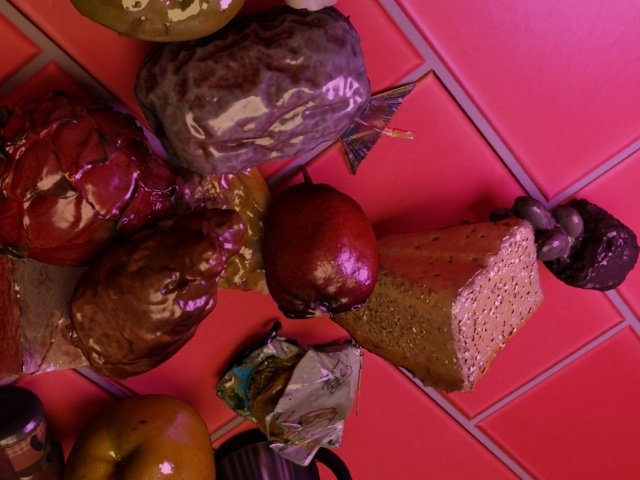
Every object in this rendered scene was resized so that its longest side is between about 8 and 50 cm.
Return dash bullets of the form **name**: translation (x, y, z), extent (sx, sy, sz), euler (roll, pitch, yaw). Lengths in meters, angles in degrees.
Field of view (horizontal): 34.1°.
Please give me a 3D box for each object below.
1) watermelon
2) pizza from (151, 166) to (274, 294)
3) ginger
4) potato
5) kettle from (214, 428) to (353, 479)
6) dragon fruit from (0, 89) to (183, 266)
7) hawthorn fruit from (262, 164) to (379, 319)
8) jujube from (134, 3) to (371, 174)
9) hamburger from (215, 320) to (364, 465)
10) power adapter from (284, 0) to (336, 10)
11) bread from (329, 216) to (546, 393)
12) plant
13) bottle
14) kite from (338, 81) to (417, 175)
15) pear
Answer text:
- **watermelon**: translation (-0.449, 0.115, 1.592), extent (0.193, 0.232, 0.310), euler (-1, 121, -59)
- **pizza**: translation (-0.172, -0.009, 1.655), extent (0.223, 0.089, 0.323), euler (-18, 131, -7)
- **ginger**: translation (-0.219, 0.074, 1.464), extent (0.274, 0.152, 0.357), euler (-31, 172, -19)
- **potato**: translation (-0.216, -0.341, 1.307), extent (0.253, 0.148, 0.186), euler (22, 87, -8)
- **kettle**: translation (-0.073, 0.525, 2.000), extent (0.251, 0.271, 0.207), euler (2, 128, -18)
- **dragon fruit**: translation (-0.339, -0.080, 1.434), extent (0.299, 0.244, 0.244), euler (9, 126, -10)
- **hawthorn fruit**: translation (0.000, 0.000, 1.628), extent (0.189, 0.251, 0.189), euler (-2, 164, -1)
- **jujube**: translation (-0.087, -0.210, 1.427), extent (0.317, 0.226, 0.226), euler (-21, 132, -9)
- **hamburger**: translation (-0.046, 0.293, 1.898), extent (0.276, 0.150, 0.260), euler (13, 122, -25)
- **power adapter**: translation (0.013, -0.446, 1.325), extent (0.187, 0.124, 0.255), euler (-18, 131, -5)
- **bread**: translation (0.192, 0.069, 1.767), extent (0.279, 0.315, 0.248), euler (-38, 136, -18)
- **plant**: translation (0.414, -0.005, 1.805), extent (0.274, 0.149, 0.146), euler (13, 105, -28)
- **bottle**: translation (-0.521, 0.385, 1.836), extent (0.156, 0.143, 0.271), euler (-42, 139, -35)
- **kite**: translation (0.083, -0.181, 1.640), extent (0.159, 0.010, 0.190), euler (18, 123, -31)
- **pear**: translation (-0.313, 0.411, 1.835), extent (0.294, 0.294, 0.294), euler (-9, 130, -11)
